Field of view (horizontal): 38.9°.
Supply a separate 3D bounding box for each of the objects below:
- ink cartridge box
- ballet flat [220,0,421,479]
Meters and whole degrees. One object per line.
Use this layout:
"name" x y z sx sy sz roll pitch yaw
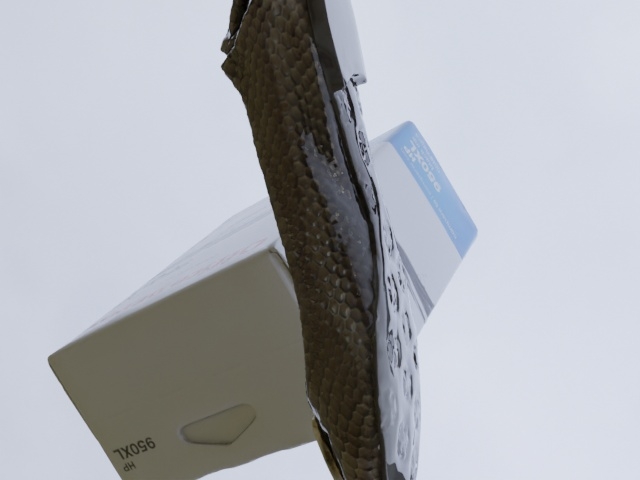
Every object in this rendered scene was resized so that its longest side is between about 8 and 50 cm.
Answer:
"ink cartridge box" -0.035 0.052 0.926 0.285 0.395 0.166 -26 -80 29
"ballet flat" 0.000 0.000 0.395 0.058 0.084 0.249 -9 -84 15
